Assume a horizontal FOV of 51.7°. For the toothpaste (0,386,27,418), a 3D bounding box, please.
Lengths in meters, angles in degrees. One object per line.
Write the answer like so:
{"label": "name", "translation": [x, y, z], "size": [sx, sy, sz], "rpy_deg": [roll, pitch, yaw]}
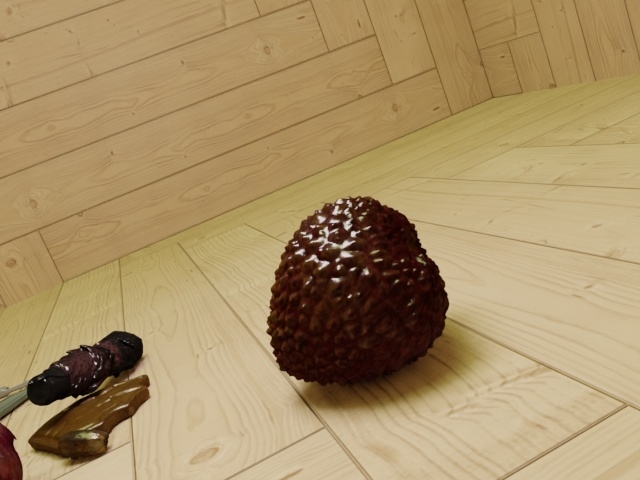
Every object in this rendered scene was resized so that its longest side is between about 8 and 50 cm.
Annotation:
{"label": "toothpaste", "translation": [-0.671, 0.356, 1.340], "size": [0.067, 0.037, 0.255], "rpy_deg": [-22, 8, 24]}

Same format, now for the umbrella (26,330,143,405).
{"label": "umbrella", "translation": [-0.427, 0.234, 1.235], "size": [0.094, 0.090, 0.326], "rpy_deg": [-22, 0, 11]}

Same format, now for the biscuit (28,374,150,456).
{"label": "biscuit", "translation": [-0.387, 0.292, 1.146], "size": [0.182, 0.034, 0.215], "rpy_deg": [-9, 18, 44]}

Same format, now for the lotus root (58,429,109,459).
{"label": "lotus root", "translation": [-0.366, 0.310, 1.006], "size": [0.083, 0.030, 0.038], "rpy_deg": [-8, 46, 15]}

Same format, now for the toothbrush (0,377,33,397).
{"label": "toothbrush", "translation": [-0.617, 0.305, 1.490], "size": [0.288, 0.021, 0.024], "rpy_deg": [-20, 23, 6]}

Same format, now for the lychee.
{"label": "lychee", "translation": [0.038, 0.082, 0.906], "size": [0.271, 0.272, 0.271], "rpy_deg": [-20, 13, 5]}

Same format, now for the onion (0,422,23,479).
{"label": "onion", "translation": [-0.529, 0.329, 0.873], "size": [0.251, 0.219, 0.252], "rpy_deg": [20, -3, 1]}
